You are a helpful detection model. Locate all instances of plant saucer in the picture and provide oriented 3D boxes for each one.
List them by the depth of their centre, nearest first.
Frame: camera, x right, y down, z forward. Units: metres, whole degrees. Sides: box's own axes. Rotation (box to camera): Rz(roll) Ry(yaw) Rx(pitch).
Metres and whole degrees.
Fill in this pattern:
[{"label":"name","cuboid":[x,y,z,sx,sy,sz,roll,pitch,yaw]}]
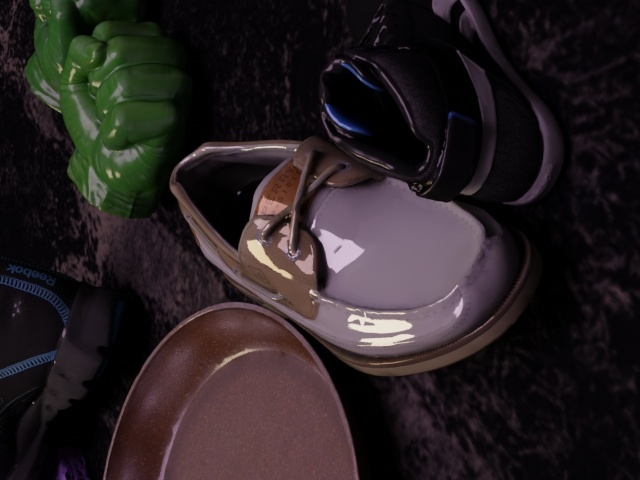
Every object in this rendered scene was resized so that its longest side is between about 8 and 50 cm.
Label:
[{"label":"plant saucer","cuboid":[-0.059,0.200,0.872,0.311,0.050,0.310,-16,69,49]}]

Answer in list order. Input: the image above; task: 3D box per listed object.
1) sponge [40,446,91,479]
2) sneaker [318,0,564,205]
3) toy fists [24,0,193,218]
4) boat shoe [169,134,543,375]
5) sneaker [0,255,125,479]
[{"label":"sponge","cuboid":[-0.229,0.309,1.155,0.117,0.031,0.210,-60,41,32]},{"label":"sneaker","cuboid":[0.041,-0.106,0.713,0.217,0.121,0.079,56,130,42]},{"label":"toy fists","cuboid":[-0.193,-0.151,1.088,0.142,0.096,0.279,-63,39,29]},{"label":"boat shoe","cuboid":[0.000,0.000,0.751,0.302,0.103,0.113,8,60,55]},{"label":"sneaker","cuboid":[-0.305,0.149,1.162,0.341,0.140,0.125,-58,13,28]}]
